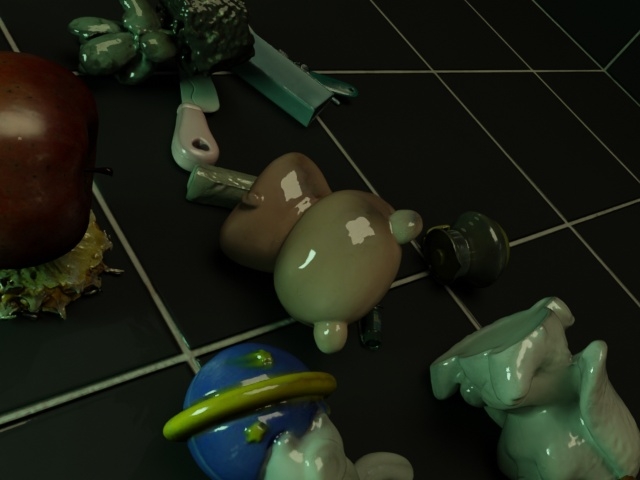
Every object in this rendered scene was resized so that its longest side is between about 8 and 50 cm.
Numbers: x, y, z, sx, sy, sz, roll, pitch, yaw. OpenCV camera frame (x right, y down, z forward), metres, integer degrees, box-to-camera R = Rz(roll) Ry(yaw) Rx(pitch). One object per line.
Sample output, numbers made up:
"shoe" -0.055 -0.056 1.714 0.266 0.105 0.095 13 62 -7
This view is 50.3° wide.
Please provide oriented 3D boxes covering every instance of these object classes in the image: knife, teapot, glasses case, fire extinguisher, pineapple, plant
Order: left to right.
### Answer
"pineapple" -0.335 0.003 0.786 0.221 0.047 0.221 20 41 -19
"plant" -0.246 -0.321 1.060 0.274 0.149 0.146 -13 22 -12
"knife" -0.202 -0.231 1.118 0.081 0.043 0.336 14 43 -25
"glasses case" -0.108 -0.317 1.259 0.266 0.056 0.105 38 37 1
"fire extinguisher" 0.073 0.118 0.988 0.038 0.025 0.083 6 44 0
"teapot" 0.235 0.013 1.150 0.119 0.130 0.165 -10 24 -24

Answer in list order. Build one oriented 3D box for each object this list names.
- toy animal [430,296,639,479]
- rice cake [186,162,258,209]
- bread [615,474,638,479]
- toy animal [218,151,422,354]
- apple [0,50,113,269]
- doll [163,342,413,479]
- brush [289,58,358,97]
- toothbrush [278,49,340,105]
"toy animal" 0.309 0.229 0.905 0.206 0.271 0.265 -33 86 -23
"rice cake" -0.077 -0.063 1.033 0.256 0.057 0.052 12 28 -27
"bread" 0.346 0.418 0.748 0.324 0.167 0.278 -10 99 -35
"toy animal" -0.009 -0.005 0.908 0.221 0.210 0.229 35 4 -14
"apple" -0.324 -0.076 0.674 0.234 0.234 0.234 20 42 -19
"doll" -0.014 0.220 0.719 0.311 0.159 0.243 3 49 -39
"brush" -0.011 -0.322 1.335 0.193 0.032 0.043 12 58 -16
"toothbrush" -0.024 -0.325 1.359 0.167 0.014 0.011 41 57 5
